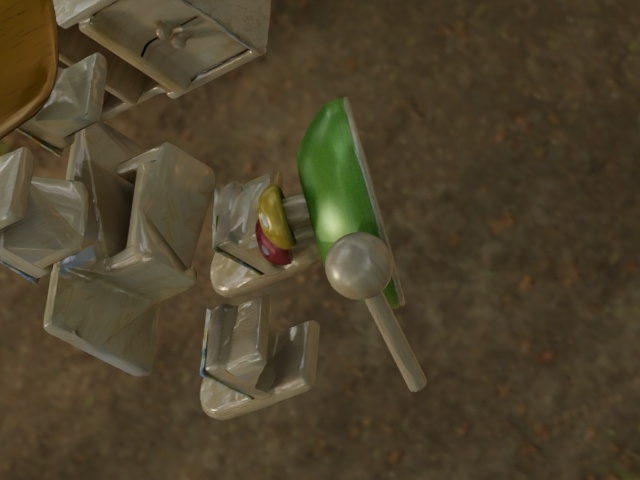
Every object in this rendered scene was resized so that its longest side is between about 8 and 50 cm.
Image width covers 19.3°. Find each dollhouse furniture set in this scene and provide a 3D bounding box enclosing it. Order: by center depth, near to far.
[{"bbox_3d":[-0.206,-0.061,1.752,0.256,0.362,0.394,-23,50,37],"label":"dollhouse furniture set"}]

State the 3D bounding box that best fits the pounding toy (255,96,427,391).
[{"bbox_3d":[0.000,0.000,1.558,0.110,0.183,0.237,-15,46,3],"label":"pounding toy"}]

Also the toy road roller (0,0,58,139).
[{"bbox_3d":[-0.234,-0.141,0.731,0.240,0.202,0.330,10,115,16],"label":"toy road roller"}]
